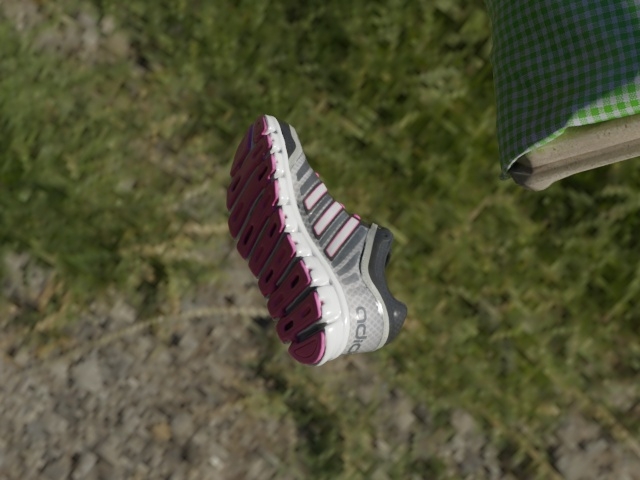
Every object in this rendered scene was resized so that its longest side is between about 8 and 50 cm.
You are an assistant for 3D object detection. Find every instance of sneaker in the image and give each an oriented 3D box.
[{"bbox_3d":[0.000,0.000,1.032,0.074,0.063,0.170,4,46,-32],"label":"sneaker"}]

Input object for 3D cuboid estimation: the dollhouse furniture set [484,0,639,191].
[{"bbox_3d":[0.176,-0.168,0.703,0.151,0.301,0.198,44,37,-53],"label":"dollhouse furniture set"}]
